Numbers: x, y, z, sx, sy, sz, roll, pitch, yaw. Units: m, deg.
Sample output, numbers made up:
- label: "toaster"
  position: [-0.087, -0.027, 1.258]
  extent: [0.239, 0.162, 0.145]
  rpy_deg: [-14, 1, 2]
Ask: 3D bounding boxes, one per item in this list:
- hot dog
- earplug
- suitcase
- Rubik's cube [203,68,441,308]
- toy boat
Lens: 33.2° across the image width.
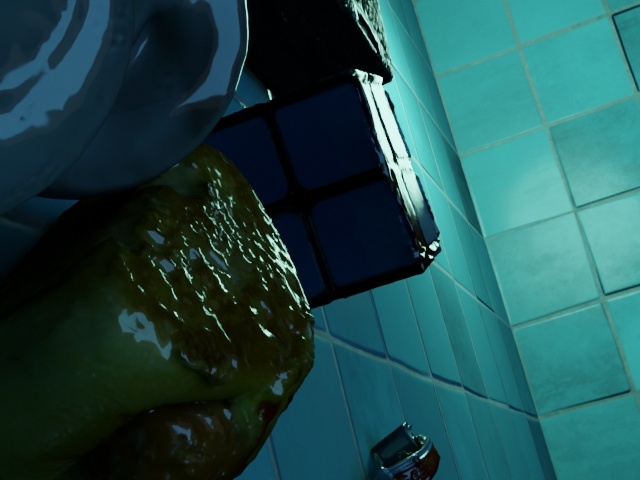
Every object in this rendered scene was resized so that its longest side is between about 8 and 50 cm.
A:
- label: "hot dog"
  position: [-0.089, 0.057, 0.577]
  extent: [0.153, 0.150, 0.257]
  rpy_deg: [56, 18, -16]
- label: "earplug"
  position: [-0.162, -0.102, 0.481]
  extent: [0.325, 0.175, 0.214]
  rpy_deg: [-7, 78, -66]
- label: "suitcase"
  position: [-0.039, -0.338, 1.249]
  extent: [0.229, 0.152, 0.335]
  rpy_deg: [38, 38, -63]
- label: "Rubik's cube"
  position: [-0.001, -0.039, 0.958]
  extent: [0.180, 0.167, 0.183]
  rpy_deg: [-35, 106, -76]
- label: "toy boat"
  position: [0.085, 0.236, 1.137]
  extent: [0.059, 0.069, 0.173]
  rpy_deg: [52, 11, 6]
